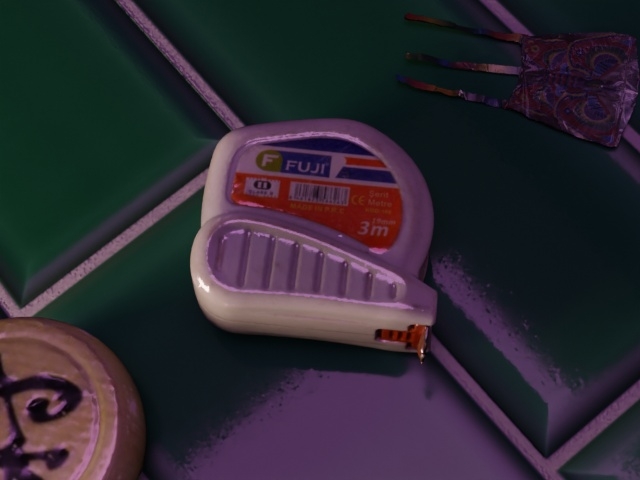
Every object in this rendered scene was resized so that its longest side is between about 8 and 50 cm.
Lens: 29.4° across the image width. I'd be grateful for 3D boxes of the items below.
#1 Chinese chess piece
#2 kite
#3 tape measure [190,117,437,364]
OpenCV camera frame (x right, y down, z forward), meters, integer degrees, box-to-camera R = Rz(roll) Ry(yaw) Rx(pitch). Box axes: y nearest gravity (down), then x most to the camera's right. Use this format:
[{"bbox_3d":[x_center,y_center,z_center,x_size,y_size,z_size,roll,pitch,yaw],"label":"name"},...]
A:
[{"bbox_3d":[-0.309,0.206,1.265,0.257,0.104,0.257,-1,68,4],"label":"Chinese chess piece"},{"bbox_3d":[0.228,-0.199,1.426,0.285,0.015,0.152,13,67,7],"label":"kite"},{"bbox_3d":[0.000,0.000,1.308,0.258,0.130,0.265,5,63,4],"label":"tape measure"}]
